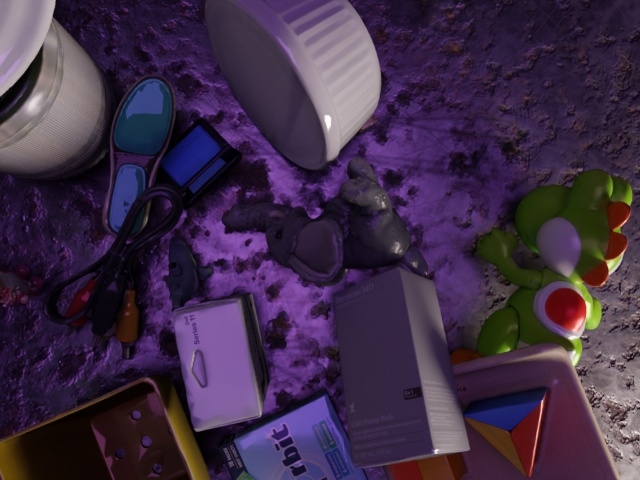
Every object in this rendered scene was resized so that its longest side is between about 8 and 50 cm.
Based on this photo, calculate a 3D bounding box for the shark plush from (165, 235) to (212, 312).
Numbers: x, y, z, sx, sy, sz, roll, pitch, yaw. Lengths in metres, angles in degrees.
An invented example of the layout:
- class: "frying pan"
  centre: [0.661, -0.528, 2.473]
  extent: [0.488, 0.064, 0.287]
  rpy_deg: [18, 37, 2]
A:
- class: "shark plush"
  centre: [-0.214, 0.057, 0.762]
  extent: [0.073, 0.161, 0.067]
  rpy_deg: [-8, 119, 7]

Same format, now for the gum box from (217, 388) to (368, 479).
- class: "gum box"
  centre: [-0.040, 0.343, 0.799]
  extent: [0.184, 0.041, 0.157]
  rpy_deg: [-26, 88, -4]

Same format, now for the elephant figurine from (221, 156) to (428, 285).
- class: "elephant figurine"
  centre: [0.000, 0.000, 0.784]
  extent: [0.239, 0.186, 0.169]
  rpy_deg: [-31, 131, 6]

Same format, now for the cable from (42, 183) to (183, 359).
- class: "cable"
  centre: [-0.304, 0.036, 0.771]
  extent: [0.139, 0.072, 0.288]
  rpy_deg: [23, 95, -10]

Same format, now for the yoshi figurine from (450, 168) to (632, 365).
- class: "yoshi figurine"
  centre: [0.336, 0.065, 0.795]
  extent: [0.203, 0.203, 0.363]
  rpy_deg: [29, 101, 37]

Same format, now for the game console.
- class: "game console"
  centre: [-0.196, -0.122, 0.808]
  extent: [0.122, 0.107, 0.071]
  rpy_deg: [-45, 118, -4]

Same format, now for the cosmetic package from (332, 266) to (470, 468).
- class: "cosmetic package"
  centre: [0.102, 0.170, 0.705]
  extent: [0.127, 0.107, 0.238]
  rpy_deg: [-28, 59, 34]

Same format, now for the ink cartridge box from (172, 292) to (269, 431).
- class: "ink cartridge box"
  centre: [-0.129, 0.155, 0.723]
  extent: [0.086, 0.208, 0.153]
  rpy_deg: [-12, 87, -3]

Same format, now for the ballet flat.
- class: "ballet flat"
  centre: [-0.281, -0.126, 0.793]
  extent: [0.086, 0.086, 0.249]
  rpy_deg: [17, 94, -1]

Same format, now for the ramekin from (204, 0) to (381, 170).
- class: "ramekin"
  centre: [-0.031, -0.243, 0.733]
  extent: [0.127, 0.273, 0.273]
  rpy_deg: [-38, 89, -15]

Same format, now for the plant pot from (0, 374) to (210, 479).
- class: "plant pot"
  centre: [-0.266, 0.309, 0.719]
  extent: [0.212, 0.187, 0.212]
  rpy_deg: [-23, 87, -3]

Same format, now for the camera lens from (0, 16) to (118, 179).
- class: "camera lens"
  centre: [-0.417, -0.203, 0.699]
  extent: [0.219, 0.274, 0.220]
  rpy_deg: [0, 86, -3]

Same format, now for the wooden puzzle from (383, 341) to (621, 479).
- class: "wooden puzzle"
  centre: [0.232, 0.340, 0.715]
  extent: [0.322, 0.080, 0.348]
  rpy_deg: [-24, 90, 30]

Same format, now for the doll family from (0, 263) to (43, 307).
- class: "doll family"
  centre: [-0.538, 0.031, 0.735]
  extent: [0.263, 0.163, 0.118]
  rpy_deg: [43, 86, 1]

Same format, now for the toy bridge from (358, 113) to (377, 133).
- class: "toy bridge"
  centre: [0.041, -0.270, 0.848]
  extent: [0.063, 0.026, 0.188]
  rpy_deg: [-31, 88, -6]

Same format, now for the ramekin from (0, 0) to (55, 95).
- class: "ramekin"
  centre: [-0.385, -0.232, 0.434]
  extent: [0.135, 0.277, 0.277]
  rpy_deg: [40, 86, 8]
